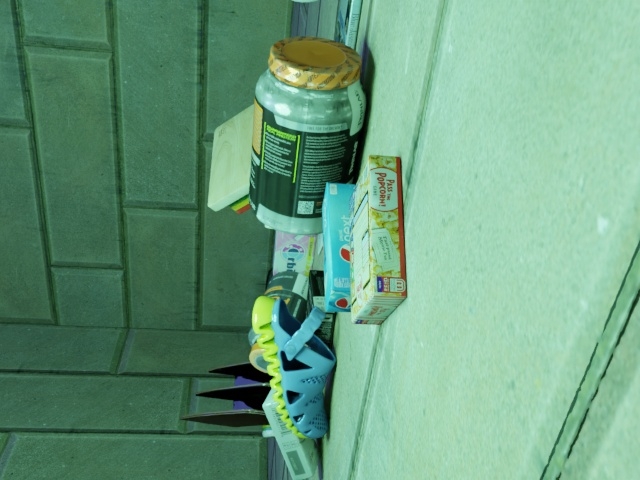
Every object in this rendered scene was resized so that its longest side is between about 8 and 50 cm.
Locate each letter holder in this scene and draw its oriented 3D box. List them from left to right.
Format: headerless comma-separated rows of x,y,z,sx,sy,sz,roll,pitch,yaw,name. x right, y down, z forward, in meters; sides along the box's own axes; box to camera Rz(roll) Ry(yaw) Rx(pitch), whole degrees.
-0.201,0.391,1.667,0.302,0.215,0.151,-18,62,41,letter holder

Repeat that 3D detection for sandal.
-0.032,0.254,1.291,0.126,0.138,0.317,-62,-42,-69,sandal

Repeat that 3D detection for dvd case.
0.056,-0.451,1.304,0.180,0.022,0.252,-95,11,-54,dvd case

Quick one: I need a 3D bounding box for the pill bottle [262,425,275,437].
-0.101,0.440,1.792,0.117,0.118,0.208,110,162,-67,pill bottle

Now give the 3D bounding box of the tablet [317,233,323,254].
0.000,0.000,1.619,0.083,0.006,0.054,114,158,-70,tablet

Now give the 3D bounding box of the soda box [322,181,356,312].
0.041,0.009,1.043,0.071,0.067,0.210,103,168,-55,soda box

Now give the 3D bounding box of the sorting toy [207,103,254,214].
-0.120,-0.199,1.441,0.089,0.256,0.257,40,-146,-39,sorting toy

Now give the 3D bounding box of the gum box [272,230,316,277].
-0.072,0.021,1.780,0.062,0.107,0.188,-96,12,-52,gum box

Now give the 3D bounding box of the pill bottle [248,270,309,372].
-0.094,0.199,1.551,0.245,0.131,0.130,-71,-7,-47,pill bottle

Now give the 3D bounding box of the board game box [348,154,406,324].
0.073,0.004,0.874,0.146,0.045,0.193,112,160,-68,board game box

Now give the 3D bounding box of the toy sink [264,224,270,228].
-0.058,-0.104,1.549,0.234,0.153,0.131,-120,34,-79,toy sink

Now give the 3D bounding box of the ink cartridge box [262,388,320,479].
-0.048,0.392,1.453,0.232,0.066,0.189,-48,-62,-70,ink cartridge box

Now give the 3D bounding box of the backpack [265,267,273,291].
-0.143,0.200,2.248,0.182,0.115,0.151,100,-178,-49,backpack

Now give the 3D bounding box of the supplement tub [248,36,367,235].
-0.025,-0.182,1.146,0.193,0.194,0.315,-96,11,-50,supplement tub

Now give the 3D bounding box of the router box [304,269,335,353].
-0.004,0.164,1.418,0.179,0.046,0.133,-100,14,-62,router box

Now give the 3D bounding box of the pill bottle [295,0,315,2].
-0.021,-0.677,1.344,0.334,0.188,0.187,114,158,-69,pill bottle
